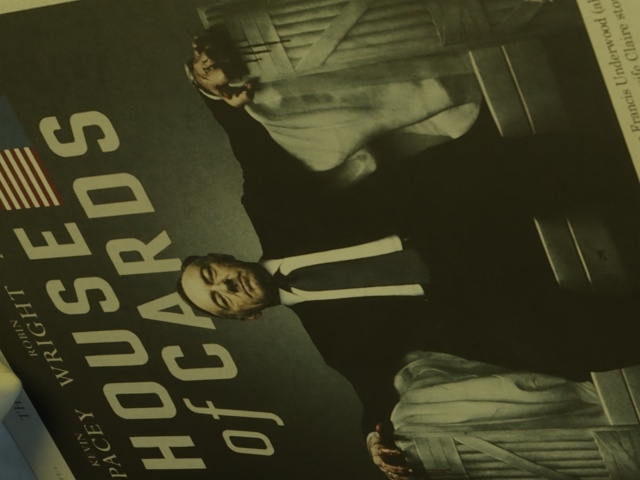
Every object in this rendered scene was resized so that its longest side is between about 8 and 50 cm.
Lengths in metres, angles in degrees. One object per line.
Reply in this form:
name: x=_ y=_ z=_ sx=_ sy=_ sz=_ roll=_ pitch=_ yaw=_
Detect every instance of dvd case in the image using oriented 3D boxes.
dvd case: x=0.000 y=0.000 z=0.451 sx=0.239 sy=0.029 sz=0.179 roll=-6 pitch=125 yaw=30

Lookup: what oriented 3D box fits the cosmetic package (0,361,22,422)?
cosmetic package: x=-0.174 y=0.057 z=0.396 sx=0.117 sy=0.085 sz=0.231 roll=-56 pitch=161 yaw=10
